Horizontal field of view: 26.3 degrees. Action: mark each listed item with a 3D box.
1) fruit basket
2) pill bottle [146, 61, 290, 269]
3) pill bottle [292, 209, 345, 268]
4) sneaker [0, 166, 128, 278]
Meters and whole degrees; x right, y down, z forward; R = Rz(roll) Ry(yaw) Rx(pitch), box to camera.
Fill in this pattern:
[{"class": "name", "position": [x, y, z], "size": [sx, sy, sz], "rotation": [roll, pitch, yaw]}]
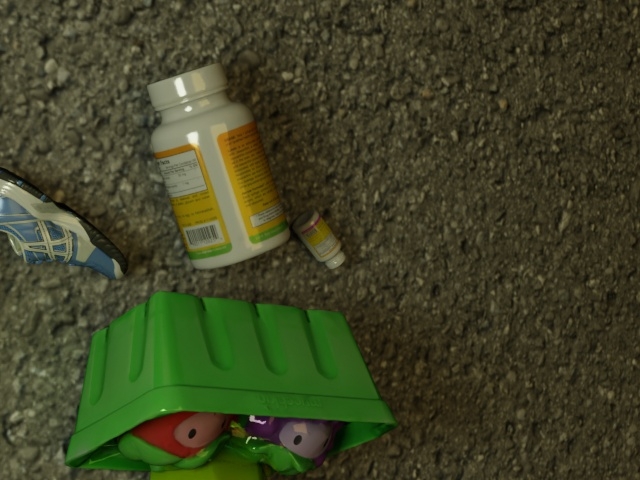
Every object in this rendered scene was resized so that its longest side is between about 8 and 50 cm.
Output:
[{"class": "fruit basket", "position": [-0.114, 0.276, 1.687], "size": [0.392, 0.283, 0.392], "rotation": [20, 56, -33]}, {"class": "pill bottle", "position": [-0.137, -0.097, 1.762], "size": [0.136, 0.136, 0.246], "rotation": [-24, 101, -38]}, {"class": "pill bottle", "position": [0.000, 0.000, 1.924], "size": [0.083, 0.043, 0.043], "rotation": [52, 57, -23]}, {"class": "sneaker", "position": [-0.325, -0.005, 1.654], "size": [0.211, 0.080, 0.081], "rotation": [35, 87, -30]}]
